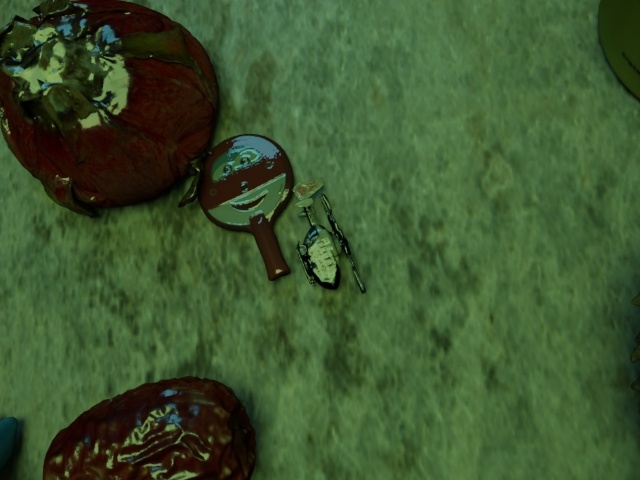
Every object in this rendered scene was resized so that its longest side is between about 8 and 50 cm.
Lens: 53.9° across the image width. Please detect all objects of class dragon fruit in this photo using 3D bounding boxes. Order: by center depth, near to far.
[{"bbox_3d":[-0.218,-0.146,0.585,0.219,0.148,0.223,-5,75,11],"label":"dragon fruit"}]

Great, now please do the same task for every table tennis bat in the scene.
[{"bbox_3d":[-0.065,-0.033,0.605,0.098,0.019,0.154,-24,72,4],"label":"table tennis bat"}]

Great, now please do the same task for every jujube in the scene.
[{"bbox_3d":[-0.143,0.178,0.520,0.176,0.109,0.112,-16,70,9],"label":"jujube"}]

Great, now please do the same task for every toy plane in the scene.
[{"bbox_3d":[0.000,0.000,0.578,0.049,0.031,0.120,-22,77,-2],"label":"toy plane"}]

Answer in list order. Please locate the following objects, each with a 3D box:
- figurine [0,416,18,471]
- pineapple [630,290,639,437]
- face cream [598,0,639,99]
[{"bbox_3d":[-0.321,0.319,0.484,0.416,0.243,0.297,30,93,35],"label":"figurine"},{"bbox_3d":[0.313,0.162,0.411,0.223,0.223,0.357,7,88,11],"label":"pineapple"},{"bbox_3d":[0.352,-0.219,0.493,0.218,0.179,0.218,-2,77,9],"label":"face cream"}]
